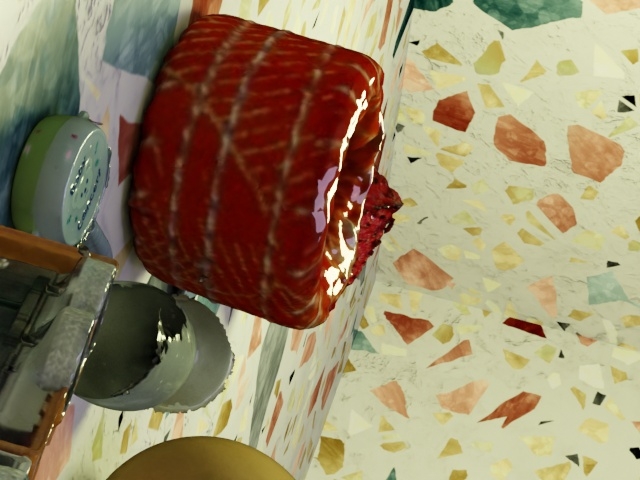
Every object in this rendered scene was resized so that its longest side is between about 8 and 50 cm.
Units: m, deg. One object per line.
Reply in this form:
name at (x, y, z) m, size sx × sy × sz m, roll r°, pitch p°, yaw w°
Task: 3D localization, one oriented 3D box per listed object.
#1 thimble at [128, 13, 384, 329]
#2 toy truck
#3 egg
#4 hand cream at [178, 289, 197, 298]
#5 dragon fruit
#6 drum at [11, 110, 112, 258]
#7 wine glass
thimble at (-0.066, -0.079, 1.673) m, size 0.350 × 0.231 × 0.350 m, roll 16°, pitch 90°, yaw -81°
toy truck at (-0.248, 0.136, 0.891) m, size 0.387 × 0.173 × 0.207 m, roll -82°, pitch -170°, yaw -66°
egg at (-0.142, 0.391, 1.734) m, size 0.374 × 0.301 × 0.301 m, roll 93°, pitch 14°, yaw -61°
hand cream at (-0.140, 0.029, 1.986) m, size 0.256 × 0.055 × 0.088 m, roll -33°, pitch 145°, yaw -75°
dragon fruit at (0.000, 0.000, 2.217) m, size 0.302 × 0.240 × 0.330 m, roll -50°, pitch 149°, yaw -46°
drum at (-0.227, -0.010, 1.324) m, size 0.253 × 0.049 × 0.130 m, roll 93°, pitch 14°, yaw -54°
wine glass at (-0.186, 0.115, 1.528) m, size 0.321 × 0.143 × 0.143 m, roll 38°, pitch 67°, yaw -81°
